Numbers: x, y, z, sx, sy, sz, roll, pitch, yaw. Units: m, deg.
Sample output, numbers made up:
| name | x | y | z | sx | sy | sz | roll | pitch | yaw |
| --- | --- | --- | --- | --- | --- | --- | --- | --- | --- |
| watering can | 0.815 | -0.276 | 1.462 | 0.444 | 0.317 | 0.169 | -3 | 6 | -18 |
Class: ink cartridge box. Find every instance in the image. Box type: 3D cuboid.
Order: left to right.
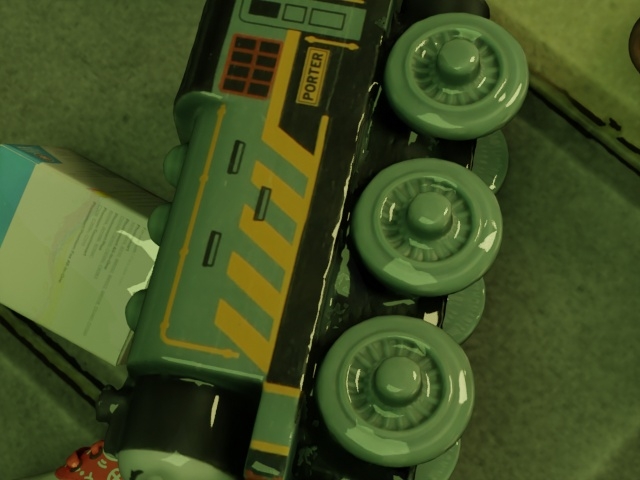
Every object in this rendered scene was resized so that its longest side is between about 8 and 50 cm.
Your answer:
| name | x | y | z | sx | sy | sz | roll | pitch | yaw |
| --- | --- | --- | --- | --- | --- | --- | --- | --- | --- |
| ink cartridge box | -0.135 | 0.011 | 0.820 | 0.143 | 0.092 | 0.090 | 28 | 98 | 13 |

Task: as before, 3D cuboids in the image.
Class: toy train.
| name | x | y | z | sx | sy | sz | roll | pitch | yaw |
| --- | --- | --- | --- | --- | --- | --- | --- | --- | --- |
| toy train | 0.000 | 0.000 | 0.721 | 0.190 | 0.142 | 0.334 | 10 | 68 | 6 |

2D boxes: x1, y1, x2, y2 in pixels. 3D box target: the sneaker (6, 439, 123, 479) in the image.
| name | x | y | z | sx | sy | sz | roll | pitch | yaw |
| --- | --- | --- | --- | --- | --- | --- | --- | --- | --- |
| sneaker | -0.085 | 0.123 | 0.814 | 0.270 | 0.090 | 0.145 | 2 | 91 | 11 |

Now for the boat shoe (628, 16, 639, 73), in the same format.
| name | x | y | z | sx | sy | sz | roll | pitch | yaw |
| --- | --- | --- | --- | --- | --- | --- | --- | --- | --- |
| boat shoe | 0.314 | -0.058 | 0.646 | 0.342 | 0.123 | 0.123 | 26 | 119 | 25 |
